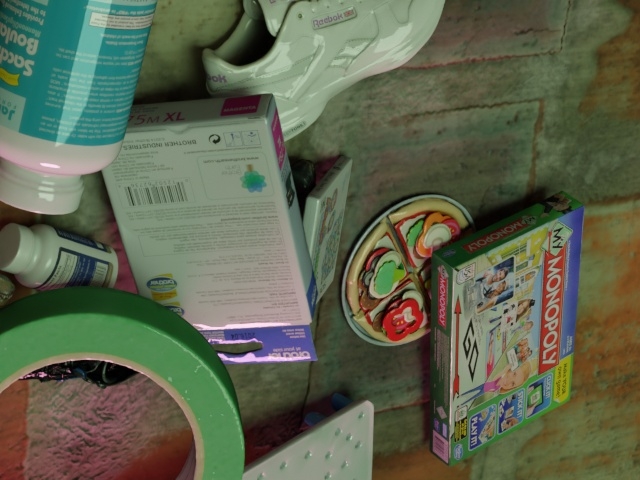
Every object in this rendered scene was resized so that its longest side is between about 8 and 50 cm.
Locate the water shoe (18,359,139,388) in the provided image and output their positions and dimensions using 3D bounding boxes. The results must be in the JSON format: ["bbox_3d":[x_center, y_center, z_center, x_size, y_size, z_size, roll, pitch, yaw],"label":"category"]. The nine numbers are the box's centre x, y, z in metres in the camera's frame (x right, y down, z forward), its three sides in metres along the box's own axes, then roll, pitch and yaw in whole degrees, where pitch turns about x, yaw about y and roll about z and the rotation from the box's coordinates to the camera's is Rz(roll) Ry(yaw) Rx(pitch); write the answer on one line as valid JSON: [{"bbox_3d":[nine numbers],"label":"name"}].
[{"bbox_3d":[-0.245,0.115,1.835,0.203,0.080,0.073,-13,124,-7],"label":"water shoe"}]

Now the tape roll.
[{"bbox_3d":[-0.239,0.208,1.790,0.321,0.077,0.321,-2,111,-7],"label":"tape roll"}]

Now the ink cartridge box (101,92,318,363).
[{"bbox_3d":[-0.111,-0.004,1.845,0.185,0.065,0.311,-4,123,12],"label":"ink cartridge box"}]

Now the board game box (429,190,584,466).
[{"bbox_3d":[0.231,0.113,2.210,0.213,0.046,0.317,-24,131,-28],"label":"board game box"}]

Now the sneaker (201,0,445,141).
[{"bbox_3d":[0.009,-0.227,1.838,0.305,0.114,0.152,-40,132,-12],"label":"sneaker"}]

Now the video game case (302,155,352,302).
[{"bbox_3d":[0.000,0.000,1.963,0.143,0.019,0.157,-53,154,-64],"label":"video game case"}]

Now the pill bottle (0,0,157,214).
[{"bbox_3d":[-0.245,-0.163,1.667,0.146,0.146,0.264,2,112,-37],"label":"pill bottle"}]

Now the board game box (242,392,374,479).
[{"bbox_3d":[-0.087,0.416,2.107,0.390,0.050,0.390,-27,129,-41],"label":"board game box"}]

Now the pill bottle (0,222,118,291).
[{"bbox_3d":[-0.272,0.021,1.802,0.120,0.067,0.067,20,101,-41],"label":"pill bottle"}]

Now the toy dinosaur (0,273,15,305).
[{"bbox_3d":[-0.438,0.075,1.721,0.268,0.064,0.118,-3,112,-30],"label":"toy dinosaur"}]

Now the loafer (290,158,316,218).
[{"bbox_3d":[-0.035,-0.012,1.964,0.061,0.062,0.170,-44,157,-56],"label":"loafer"}]

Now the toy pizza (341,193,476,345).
[{"bbox_3d":[0.114,0.040,2.118,0.201,0.032,0.201,-17,123,-28],"label":"toy pizza"}]
